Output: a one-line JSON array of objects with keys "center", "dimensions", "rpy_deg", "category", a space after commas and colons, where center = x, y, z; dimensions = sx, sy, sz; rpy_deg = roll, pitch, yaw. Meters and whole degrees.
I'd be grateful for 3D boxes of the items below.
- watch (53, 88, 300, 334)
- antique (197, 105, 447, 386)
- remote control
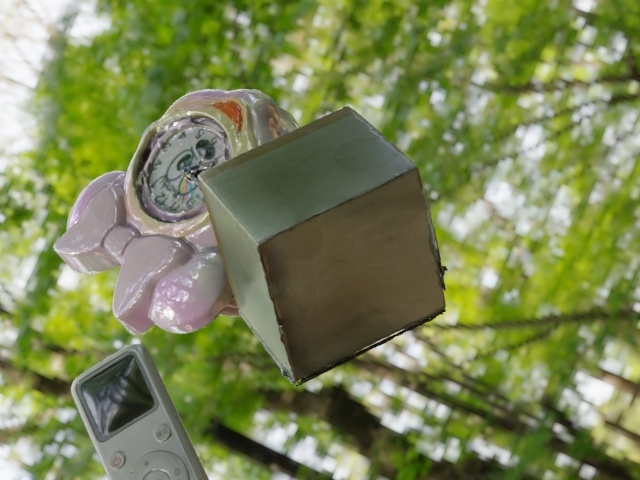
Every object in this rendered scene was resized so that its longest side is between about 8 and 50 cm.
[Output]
[{"center": [-0.086, -0.009, 1.581], "dimensions": [0.248, 0.211, 0.217], "rpy_deg": [-49, -36, 5], "category": "watch"}, {"center": [0.000, 0.000, 1.303], "dimensions": [0.146, 0.148, 0.152], "rpy_deg": [-25, -52, -15], "category": "antique"}, {"center": [-0.106, 0.189, 1.163], "dimensions": [0.067, 0.261, 0.029], "rpy_deg": [-31, -27, 5], "category": "remote control"}]
